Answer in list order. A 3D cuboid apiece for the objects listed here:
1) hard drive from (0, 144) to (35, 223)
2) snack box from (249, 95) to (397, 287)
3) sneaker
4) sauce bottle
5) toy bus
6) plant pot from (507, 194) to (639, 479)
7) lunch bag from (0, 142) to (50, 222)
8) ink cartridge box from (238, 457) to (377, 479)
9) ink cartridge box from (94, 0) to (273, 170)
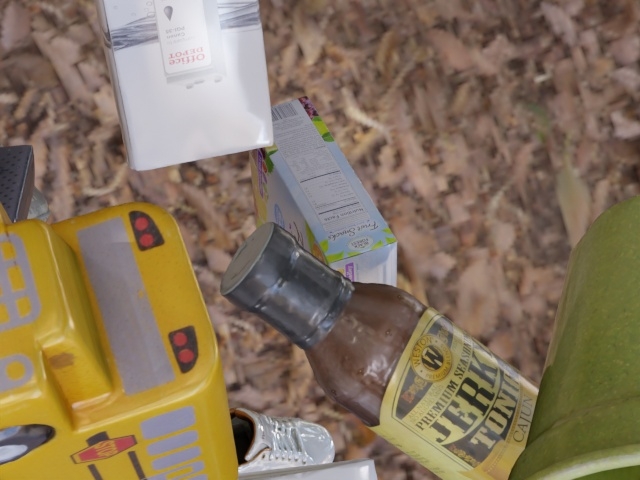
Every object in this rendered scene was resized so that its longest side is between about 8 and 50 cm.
[{"bbox_3d":[-0.395,-0.008,1.287,0.172,0.255,0.054,-93,172,-50],"label":"hard drive"},{"bbox_3d":[0.000,0.000,1.262,0.174,0.070,0.207,87,-21,-46],"label":"snack box"},{"bbox_3d":[-0.074,0.267,1.750,0.290,0.123,0.106,-1,61,-42],"label":"sneaker"},{"bbox_3d":[0.075,0.111,1.093,0.344,0.111,0.111,34,51,-16],"label":"sauce bottle"},{"bbox_3d":[-0.119,0.075,0.716,0.130,0.332,0.108,-17,70,-8],"label":"toy bus"},{"bbox_3d":[0.253,0.113,0.927,0.276,0.276,0.254,43,41,-32],"label":"plant pot"},{"bbox_3d":[-0.504,-0.014,1.619,0.212,0.256,0.305,49,11,-4],"label":"lunch bag"},{"bbox_3d":[0.002,0.399,1.274,0.279,0.160,0.384,92,-12,-81],"label":"ink cartridge box"},{"bbox_3d":[-0.119,-0.227,1.037,0.207,0.117,0.283,-109,-169,-51],"label":"ink cartridge box"}]
